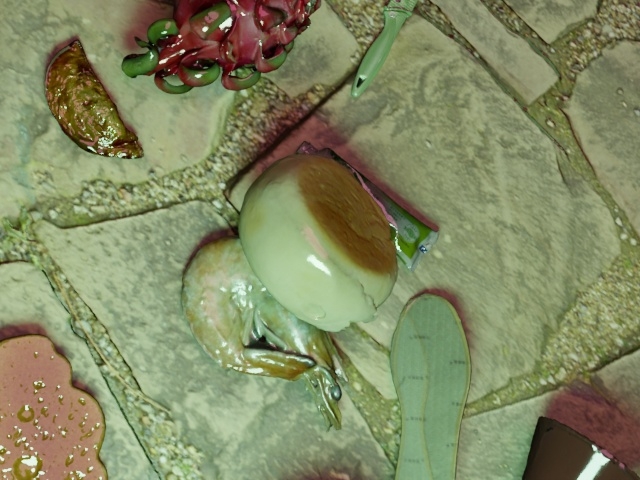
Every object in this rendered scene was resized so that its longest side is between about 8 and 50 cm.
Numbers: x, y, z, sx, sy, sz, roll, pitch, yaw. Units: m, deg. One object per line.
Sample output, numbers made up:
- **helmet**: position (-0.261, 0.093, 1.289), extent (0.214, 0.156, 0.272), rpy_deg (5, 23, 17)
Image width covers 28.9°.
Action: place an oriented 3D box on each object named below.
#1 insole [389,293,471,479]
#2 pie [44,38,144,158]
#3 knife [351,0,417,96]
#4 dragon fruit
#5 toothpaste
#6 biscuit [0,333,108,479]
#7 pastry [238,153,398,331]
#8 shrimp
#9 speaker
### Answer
- **insole**: position (0.150, 0.237, 1.746), extent (0.119, 0.009, 0.349), rpy_deg (1, 67, 13)
- **pie**: position (-0.325, -0.182, 1.721), extent (0.088, 0.033, 0.191), rpy_deg (-31, 89, -17)
- **knife**: position (0.112, -0.339, 1.898), extent (0.043, 0.020, 0.293), rpy_deg (32, 70, -7)
- **dragon fruit**: position (-0.127, -0.305, 1.732), extent (0.198, 0.218, 0.273), rpy_deg (22, 74, 27)
- **toothpaste**: position (0.064, -0.058, 1.811), extent (0.248, 0.047, 0.078), rpy_deg (39, 72, -9)
- **biscuit**: position (-0.363, 0.268, 1.607), extent (0.185, 0.044, 0.295), rpy_deg (-6, 81, -22)
- **pastry**: position (0.000, 0.001, 1.683), extent (0.264, 0.133, 0.265), rpy_deg (36, 29, -24)
- **shrimp**: position (-0.075, 0.138, 1.714), extent (0.168, 0.077, 0.317), rpy_deg (-30, 84, -12)
- **speaker**: position (0.265, 0.393, 1.711), extent (0.329, 0.198, 0.259), rpy_deg (-46, 107, -12)
